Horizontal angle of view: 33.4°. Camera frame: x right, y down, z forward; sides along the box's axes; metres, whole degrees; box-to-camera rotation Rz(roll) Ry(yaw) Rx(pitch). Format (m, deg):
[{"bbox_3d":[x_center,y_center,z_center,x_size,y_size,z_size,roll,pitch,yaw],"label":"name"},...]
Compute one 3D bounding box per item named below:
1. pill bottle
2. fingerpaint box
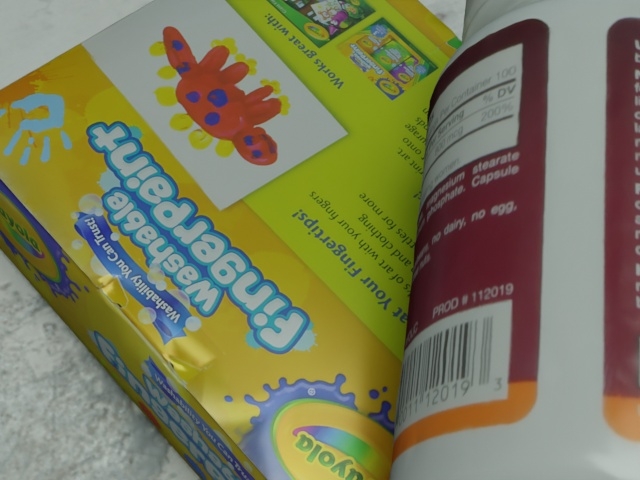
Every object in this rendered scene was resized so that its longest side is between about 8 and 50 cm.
[{"bbox_3d":[0.170,-0.005,0.653,0.224,0.224,0.392,11,62,-2],"label":"pill bottle"},{"bbox_3d":[0.000,0.000,0.846,0.371,0.163,0.445,-38,73,-24],"label":"fingerpaint box"}]
